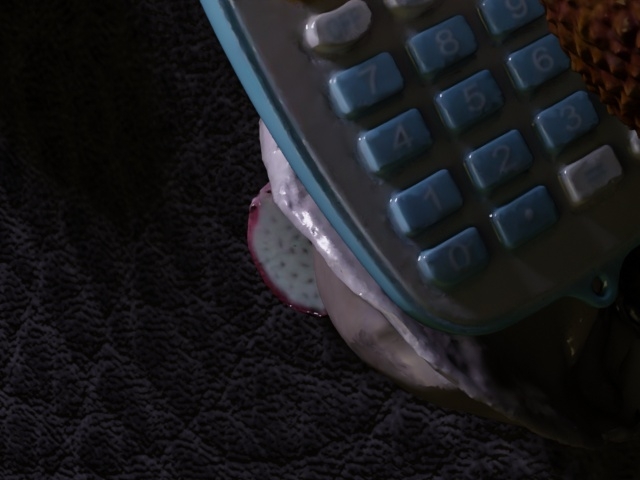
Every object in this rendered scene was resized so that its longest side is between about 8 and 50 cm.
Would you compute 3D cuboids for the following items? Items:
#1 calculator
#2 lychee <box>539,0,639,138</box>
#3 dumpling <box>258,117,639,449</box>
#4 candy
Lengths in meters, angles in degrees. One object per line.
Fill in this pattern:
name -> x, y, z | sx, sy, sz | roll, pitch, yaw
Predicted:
calculator -> 0.057, -0.136, 0.878 | 0.386, 0.256, 0.054 | 62, 151, -2
lychee -> 0.194, -0.138, 0.819 | 0.194, 0.194, 0.194 | 15, 119, 29
dumpling -> 0.064, 0.020, 0.975 | 0.293, 0.204, 0.163 | 44, 144, 1
candy -> 0.000, 0.000, 1.111 | 0.103, 0.043, 0.103 | 15, 120, 29
